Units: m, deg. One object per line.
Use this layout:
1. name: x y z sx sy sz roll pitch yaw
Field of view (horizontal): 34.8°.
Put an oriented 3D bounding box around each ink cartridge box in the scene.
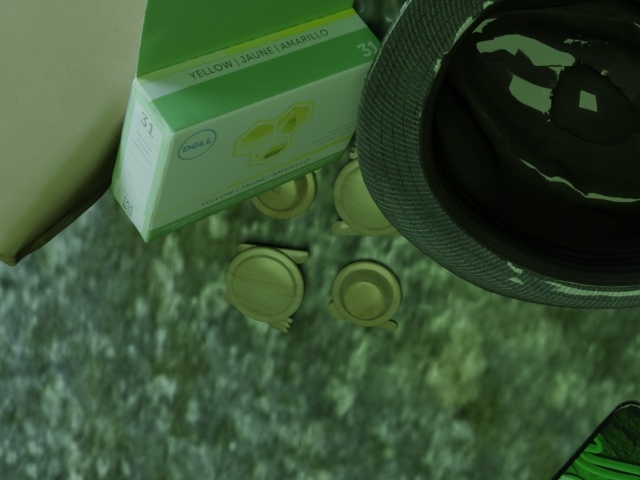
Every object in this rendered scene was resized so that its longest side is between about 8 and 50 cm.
1. ink cartridge box: -0.032 -0.108 0.627 0.056 0.171 0.235 55 148 17

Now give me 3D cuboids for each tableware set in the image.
1. tableware set: 0.000 0.000 0.790 0.141 0.020 0.169 12 111 8

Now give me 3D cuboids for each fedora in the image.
1. fedora: 0.165 -0.084 0.661 0.275 0.124 0.244 18 116 -3

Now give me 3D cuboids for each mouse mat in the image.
1. mouse mat: 0.277 0.229 0.818 0.189 0.007 0.153 33 114 0

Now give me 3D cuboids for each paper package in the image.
1. paper package: -0.201 -0.211 0.679 0.309 0.168 0.325 43 114 -5
